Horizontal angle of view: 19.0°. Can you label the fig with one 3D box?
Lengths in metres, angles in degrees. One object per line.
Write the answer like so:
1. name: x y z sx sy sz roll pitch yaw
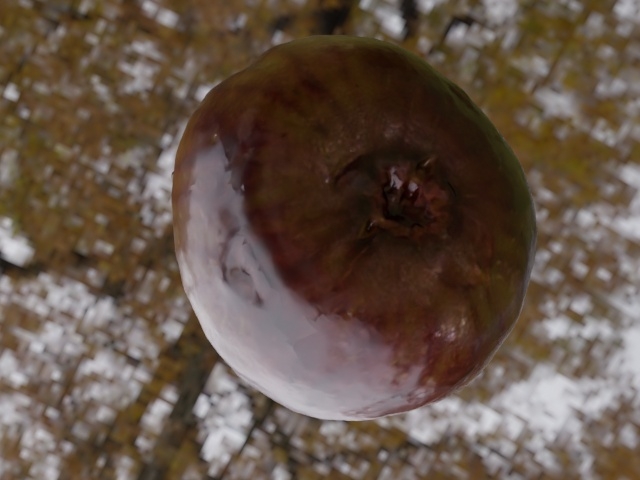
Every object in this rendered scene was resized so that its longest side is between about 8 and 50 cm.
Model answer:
1. fig: 0.004 0.005 0.898 0.175 0.207 0.175 6 -109 -17
